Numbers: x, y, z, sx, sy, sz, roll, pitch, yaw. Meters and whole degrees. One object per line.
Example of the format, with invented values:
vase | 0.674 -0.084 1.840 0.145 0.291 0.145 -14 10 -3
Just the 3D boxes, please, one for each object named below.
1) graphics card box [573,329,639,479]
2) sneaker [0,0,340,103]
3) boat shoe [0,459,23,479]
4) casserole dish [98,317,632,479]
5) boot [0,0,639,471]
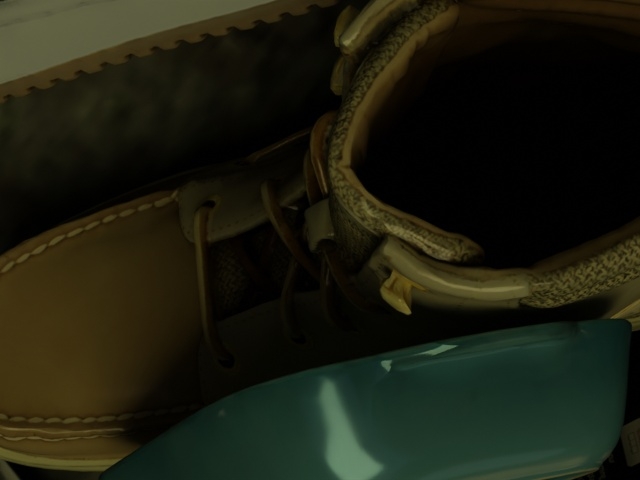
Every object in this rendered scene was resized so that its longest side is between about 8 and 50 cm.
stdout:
graphics card box | 0.152 0.089 0.521 0.371 0.233 0.094 -29 119 16
sneaker | -0.052 -0.133 0.439 0.282 0.099 0.153 -16 122 24
boat shoe | -0.164 0.046 0.578 0.088 0.096 0.267 -35 108 25
casserole dish | 0.010 0.061 0.469 0.114 0.037 0.188 -8 167 -25
boot | 0.000 0.000 0.477 0.261 0.203 0.095 -11 80 3
